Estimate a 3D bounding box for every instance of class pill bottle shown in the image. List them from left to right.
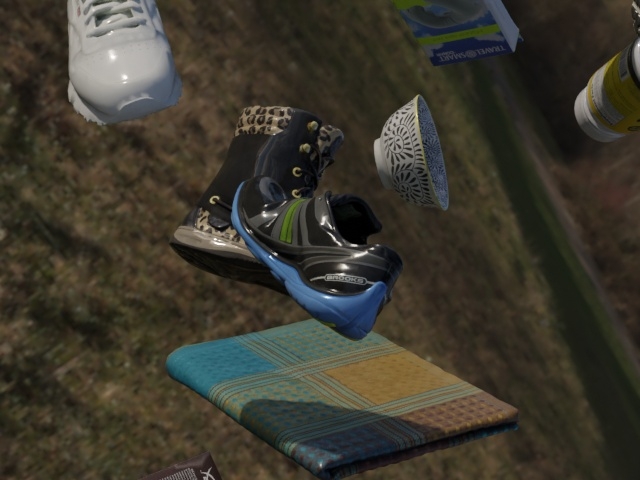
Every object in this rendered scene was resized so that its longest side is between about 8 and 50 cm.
[{"bbox_3d":[0.483,-0.233,1.908,0.119,0.119,0.208,58,-23,5],"label":"pill bottle"}]

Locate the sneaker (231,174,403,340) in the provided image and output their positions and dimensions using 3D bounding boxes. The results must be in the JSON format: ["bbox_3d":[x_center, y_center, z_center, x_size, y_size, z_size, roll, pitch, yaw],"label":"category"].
[{"bbox_3d":[0.000,0.000,0.829,0.067,0.078,0.188,39,1,-34],"label":"sneaker"}]

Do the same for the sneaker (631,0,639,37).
[{"bbox_3d":[0.494,-0.244,1.455,0.118,0.107,0.279,-14,33,-43],"label":"sneaker"}]

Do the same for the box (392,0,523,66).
[{"bbox_3d":[0.153,-0.266,1.437,0.178,0.109,0.042,48,46,-45],"label":"box"}]

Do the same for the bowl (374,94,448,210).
[{"bbox_3d":[0.125,-0.117,1.785,0.170,0.080,0.170,-13,90,-75],"label":"bowl"}]

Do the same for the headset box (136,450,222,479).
[{"bbox_3d":[-0.254,0.411,1.594,0.218,0.293,0.110,95,-30,-55],"label":"headset box"}]

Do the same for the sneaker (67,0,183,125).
[{"bbox_3d":[-0.166,-0.176,0.977,0.235,0.090,0.095,-115,-164,-49],"label":"sneaker"}]

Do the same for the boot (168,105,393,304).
[{"bbox_3d":[-0.028,-0.057,1.983,0.284,0.377,0.138,-68,153,-20],"label":"boot"}]

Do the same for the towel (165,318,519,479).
[{"bbox_3d":[0.012,0.174,1.436,0.271,0.040,0.370,-10,19,-30],"label":"towel"}]
